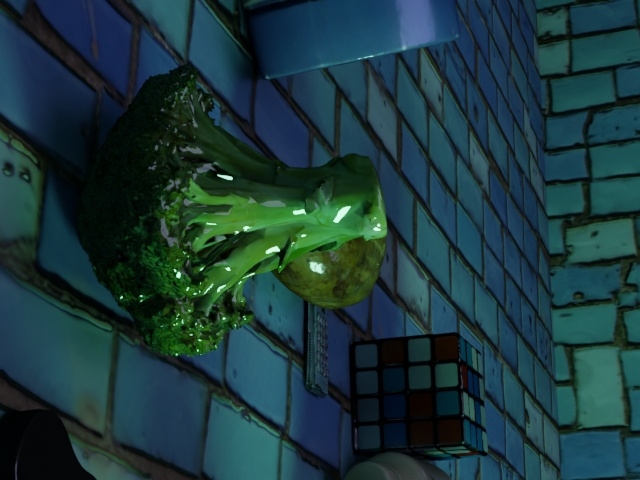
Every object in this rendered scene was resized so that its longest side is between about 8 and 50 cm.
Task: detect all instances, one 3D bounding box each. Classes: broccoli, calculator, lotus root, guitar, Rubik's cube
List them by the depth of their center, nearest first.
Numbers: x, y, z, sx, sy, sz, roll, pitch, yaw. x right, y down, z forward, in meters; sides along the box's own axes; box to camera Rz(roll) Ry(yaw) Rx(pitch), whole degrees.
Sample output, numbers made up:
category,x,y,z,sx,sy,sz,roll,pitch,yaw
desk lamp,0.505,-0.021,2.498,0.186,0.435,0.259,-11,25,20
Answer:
category,x,y,z,sx,sy,sz,roll,pitch,yaw
guitar,-0.188,0.242,1.042,0.084,0.038,0.271,-75,150,-45
broccoli,-0.078,-0.027,1.109,0.269,0.269,0.254,-40,125,-67
lotus root,0.000,0.000,1.525,0.260,0.128,0.145,36,59,-62
calculator,-0.005,0.110,1.636,0.057,0.018,0.172,47,38,-61
Rubik's cube,0.138,0.222,1.788,0.151,0.155,0.154,41,46,-65

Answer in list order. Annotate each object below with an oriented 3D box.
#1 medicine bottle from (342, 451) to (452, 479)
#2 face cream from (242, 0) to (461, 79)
category,x,y,z,sx,sy,sz,roll,pitch,yaw
medicine bottle,0.099,0.336,1.698,0.252,0.114,0.114,37,48,-63
face cream,0.026,-0.321,1.529,0.249,0.249,0.225,-36,116,-68
